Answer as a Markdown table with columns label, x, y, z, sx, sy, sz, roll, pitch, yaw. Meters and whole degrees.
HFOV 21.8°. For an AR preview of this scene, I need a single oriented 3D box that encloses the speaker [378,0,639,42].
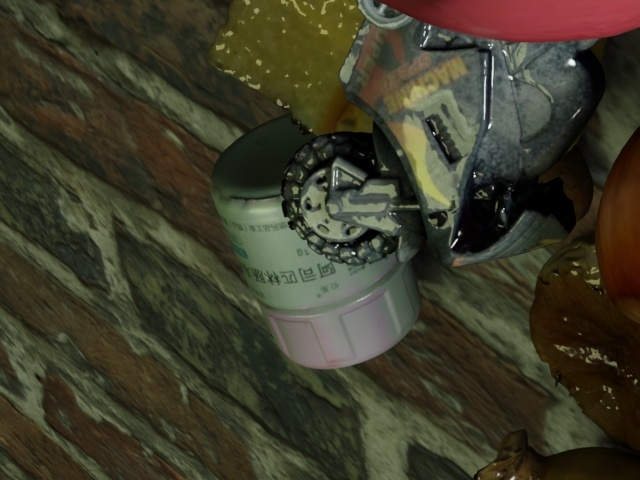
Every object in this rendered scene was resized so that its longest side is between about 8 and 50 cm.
| label | x | y | z | sx | sy | sz | roll | pitch | yaw |
| --- | --- | --- | --- | --- | --- | --- | --- | --- | --- |
| speaker | 0.095 | -0.240 | 0.733 | 0.294 | 0.294 | 0.294 | 36 | 148 | 27 |

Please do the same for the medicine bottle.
| label | x | y | z | sx | sy | sz | roll | pitch | yaw |
| --- | --- | --- | --- | --- | --- | --- | --- | --- | --- |
| medicine bottle | 0.000 | 0.000 | 1.298 | 0.135 | 0.135 | 0.168 | 17 | 138 | 47 |

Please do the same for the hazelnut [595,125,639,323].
| label | x | y | z | sx | sy | sz | roll | pitch | yaw |
| --- | --- | --- | --- | --- | --- | --- | --- | --- | --- |
| hazelnut | 0.240 | -0.016 | 0.907 | 0.182 | 0.182 | 0.182 | 36 | 148 | 27 |

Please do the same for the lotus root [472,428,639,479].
| label | x | y | z | sx | sy | sz | roll | pitch | yaw |
| --- | --- | --- | --- | --- | --- | --- | --- | --- | --- |
| lotus root | 0.245 | 0.243 | 1.218 | 0.303 | 0.131 | 0.146 | 41 | 155 | 1 |

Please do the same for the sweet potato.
| label | x | y | z | sx | sy | sz | roll | pitch | yaw |
| --- | --- | --- | --- | --- | --- | --- | --- | --- | --- |
| sweet potato | 0.107 | -0.085 | 1.132 | 0.214 | 0.050 | 0.050 | 41 | 150 | 25 |

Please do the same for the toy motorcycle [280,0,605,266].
| label | x | y | z | sx | sy | sz | roll | pitch | yaw |
| --- | --- | --- | --- | --- | --- | --- | --- | --- | --- |
| toy motorcycle | 0.098 | -0.096 | 0.952 | 0.173 | 0.108 | 0.307 | 33 | 114 | 11 |

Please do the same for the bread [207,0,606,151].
| label | x | y | z | sx | sy | sz | roll | pitch | yaw |
| --- | --- | --- | --- | --- | --- | --- | --- | --- | --- |
| bread | 0.052 | -0.148 | 1.040 | 0.240 | 0.135 | 0.178 | 36 | 149 | 22 |

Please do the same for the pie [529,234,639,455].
| label | x | y | z | sx | sy | sz | roll | pitch | yaw |
| --- | --- | --- | --- | --- | --- | --- | --- | --- | --- |
| pie | 0.219 | 0.078 | 1.156 | 0.195 | 0.046 | 0.195 | 37 | 149 | 27 |
